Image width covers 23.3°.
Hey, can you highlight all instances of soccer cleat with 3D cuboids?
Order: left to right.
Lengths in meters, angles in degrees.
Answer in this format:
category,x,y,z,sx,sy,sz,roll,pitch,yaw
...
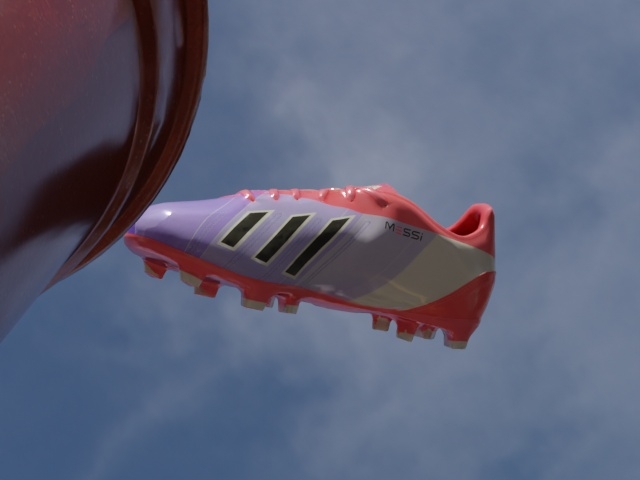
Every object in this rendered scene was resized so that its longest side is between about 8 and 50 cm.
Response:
category,x,y,z,sx,sy,sz,roll,pitch,yaw
soccer cleat,0.000,0.000,0.911,0.248,0.083,0.095,14,-93,-31

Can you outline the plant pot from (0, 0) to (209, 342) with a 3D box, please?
category,x,y,z,sx,sy,sz,roll,pitch,yaw
plant pot,-0.185,-0.047,0.531,0.272,0.265,0.272,0,-69,1
